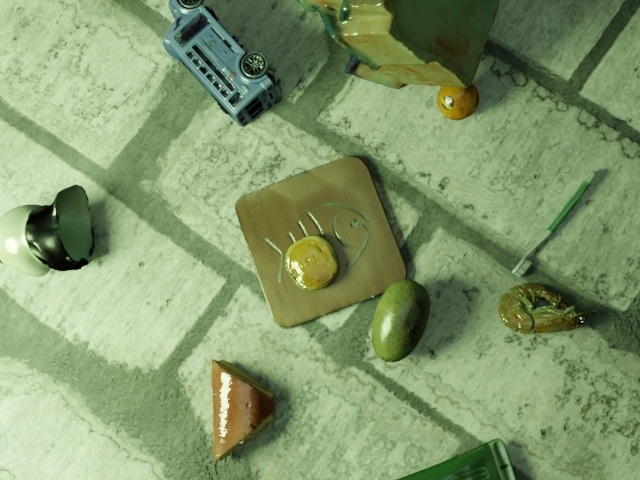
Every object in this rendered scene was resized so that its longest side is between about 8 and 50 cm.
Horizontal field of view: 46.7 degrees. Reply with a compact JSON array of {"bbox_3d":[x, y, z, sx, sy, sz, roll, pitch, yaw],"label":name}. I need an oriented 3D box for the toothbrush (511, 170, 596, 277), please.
[{"bbox_3d":[0.455,-0.033,1.435,0.024,0.018,0.257,37,86,6],"label":"toothbrush"}]

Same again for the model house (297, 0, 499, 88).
[{"bbox_3d":[0.124,-0.434,1.390,0.280,0.312,0.245,16,85,45],"label":"model house"}]

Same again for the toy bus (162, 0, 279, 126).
[{"bbox_3d":[-0.214,-0.374,1.491,0.133,0.125,0.292,-41,82,-2],"label":"toy bus"}]

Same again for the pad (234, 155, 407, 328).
[{"bbox_3d":[0.000,0.000,1.468,0.284,0.018,0.286,-21,81,2],"label":"pad"}]

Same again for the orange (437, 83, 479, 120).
[{"bbox_3d":[0.271,-0.277,1.458,0.083,0.083,0.084,-1,81,5],"label":"orange"}]

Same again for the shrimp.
[{"bbox_3d":[0.429,0.132,1.408,0.180,0.041,0.099,2,67,6],"label":"shrimp"}]

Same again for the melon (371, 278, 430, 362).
[{"bbox_3d":[0.149,0.151,1.393,0.099,0.099,0.162,20,86,7],"label":"melon"}]

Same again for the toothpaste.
[{"bbox_3d":[0.165,0.468,1.364,0.392,0.061,0.099,-17,80,-1],"label":"toothpaste"}]

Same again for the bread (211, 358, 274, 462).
[{"bbox_3d":[-0.149,0.318,1.407,0.119,0.067,0.192,-5,81,4],"label":"bread"}]

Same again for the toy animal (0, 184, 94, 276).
[{"bbox_3d":[-0.548,-0.014,1.467,0.179,0.138,0.166,-10,61,11],"label":"toy animal"}]

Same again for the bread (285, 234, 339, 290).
[{"bbox_3d":[-0.016,0.043,1.442,0.110,0.024,0.110,-1,81,5],"label":"bread"}]
